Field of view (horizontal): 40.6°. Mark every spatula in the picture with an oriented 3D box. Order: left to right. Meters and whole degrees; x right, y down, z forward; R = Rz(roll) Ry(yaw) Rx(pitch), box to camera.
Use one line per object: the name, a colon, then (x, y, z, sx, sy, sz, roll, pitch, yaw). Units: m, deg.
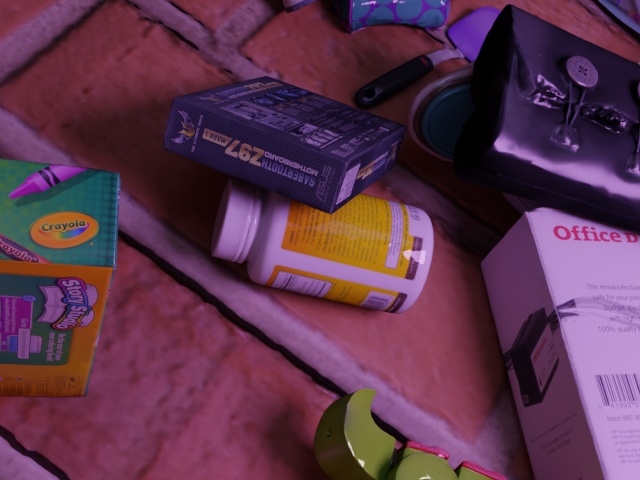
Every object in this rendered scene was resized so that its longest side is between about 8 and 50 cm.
spatula: (0.156, -0.242, 1.156, 0.296, 0.030, 0.084, -30, 73, -31)

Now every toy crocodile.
toy crocodile: (0.145, 0.257, 0.801, 0.341, 0.115, 0.105, 28, 54, -2)

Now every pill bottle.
pill bottle: (0.000, 0.000, 0.901, 0.215, 0.117, 0.117, 14, 57, -13)

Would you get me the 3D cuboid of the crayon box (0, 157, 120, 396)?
crayon box: (-0.256, 0.042, 0.684, 0.165, 0.278, 0.081, 5, 60, -17)

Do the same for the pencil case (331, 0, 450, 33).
pencil case: (0.097, -0.313, 1.156, 0.152, 0.070, 0.064, -6, 28, -20)

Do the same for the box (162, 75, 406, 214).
box: (-0.028, -0.108, 0.901, 0.183, 0.059, 0.233, 22, 21, 12)

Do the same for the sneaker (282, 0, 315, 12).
sneaker: (0.025, -0.437, 1.152, 0.131, 0.112, 0.319, 55, 50, -23)

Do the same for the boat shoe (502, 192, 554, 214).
boat shoe: (0.333, -0.048, 1.074, 0.228, 0.081, 0.079, 27, 55, -4)

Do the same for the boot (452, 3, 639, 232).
boot: (0.390, -0.159, 0.985, 0.445, 0.146, 0.367, 16, 54, -3)

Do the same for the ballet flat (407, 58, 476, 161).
ballet flat: (0.260, -0.177, 1.113, 0.400, 0.139, 0.139, -4, 62, -27)

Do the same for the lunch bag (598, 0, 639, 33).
lunch bag: (0.509, -0.458, 1.342, 0.223, 0.160, 0.262, -33, 64, -29)

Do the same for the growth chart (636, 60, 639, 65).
growth chart: (0.611, -0.246, 1.331, 0.237, 0.021, 0.172, -27, 73, -31)

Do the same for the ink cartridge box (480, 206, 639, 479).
ink cartridge box: (0.326, 0.130, 0.935, 0.223, 0.129, 0.307, 2, 59, -19)
